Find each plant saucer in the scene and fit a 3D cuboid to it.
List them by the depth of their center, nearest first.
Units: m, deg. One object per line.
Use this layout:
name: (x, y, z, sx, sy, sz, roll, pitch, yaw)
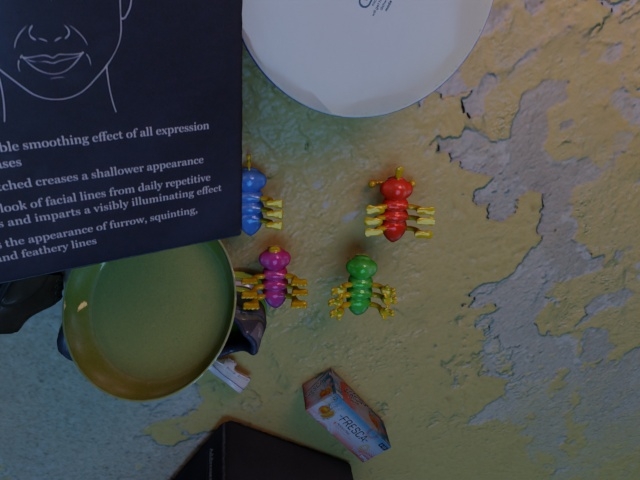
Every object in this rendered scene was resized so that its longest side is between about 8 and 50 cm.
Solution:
plant saucer: (-0.211, 0.078, 0.699, 0.240, 0.241, 0.037, -27, 162, 8)

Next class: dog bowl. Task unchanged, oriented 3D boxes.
dog bowl: (0.038, -0.266, 0.567, 0.264, 0.104, 0.265, -4, 122, -6)

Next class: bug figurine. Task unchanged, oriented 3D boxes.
bug figurine: (0.000, 0.000, 0.733, 0.278, 0.072, 0.216, 4, 108, -5)

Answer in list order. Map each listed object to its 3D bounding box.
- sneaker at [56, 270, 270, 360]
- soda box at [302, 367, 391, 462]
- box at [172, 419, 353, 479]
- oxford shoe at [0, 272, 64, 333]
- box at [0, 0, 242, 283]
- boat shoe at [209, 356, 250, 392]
sneaker: (-0.214, 0.121, 0.758, 0.299, 0.121, 0.111, -11, 122, -1)
soda box: (0.045, 0.300, 0.945, 0.063, 0.058, 0.183, -33, 121, 12)
box: (-0.155, 0.651, 0.884, 0.297, 0.480, 0.472, 27, 115, -24)
oxford shoe: (-0.370, 0.035, 0.721, 0.227, 0.083, 0.096, -45, 140, 16)
box: (-0.236, -0.190, 0.461, 0.293, 0.212, 0.396, -12, 125, -27)
boat shoe: (-0.149, 0.200, 0.874, 0.035, 0.035, 0.100, -49, 115, -10)
